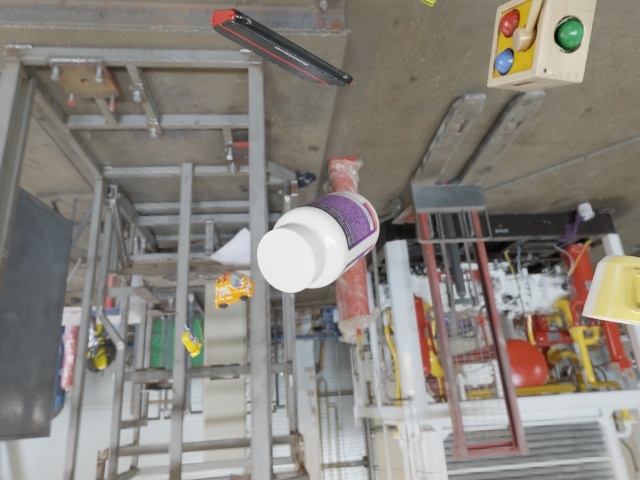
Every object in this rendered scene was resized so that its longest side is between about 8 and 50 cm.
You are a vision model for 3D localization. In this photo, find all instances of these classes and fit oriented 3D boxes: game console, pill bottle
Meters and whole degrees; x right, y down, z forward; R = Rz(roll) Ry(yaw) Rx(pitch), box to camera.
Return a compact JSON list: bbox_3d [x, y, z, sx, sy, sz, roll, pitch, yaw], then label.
[{"bbox_3d":[-0.120,-0.568,1.373,0.386,0.060,0.342,19,-169,-29],"label":"game console"},{"bbox_3d":[0.000,0.000,0.628,0.108,0.108,0.193,-15,-173,29],"label":"pill bottle"}]

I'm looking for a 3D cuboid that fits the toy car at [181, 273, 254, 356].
[{"bbox_3d":[-0.130,0.087,0.597,0.060,0.122,0.041,-11,125,24],"label":"toy car"}]

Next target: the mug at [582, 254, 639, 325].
[{"bbox_3d":[0.302,0.049,0.453,0.062,0.064,0.078,14,174,-25],"label":"mug"}]

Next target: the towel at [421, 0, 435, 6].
[{"bbox_3d":[0.321,-0.765,1.280,0.102,0.237,0.021,30,172,-2],"label":"towel"}]

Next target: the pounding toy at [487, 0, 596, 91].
[{"bbox_3d":[0.283,-0.273,0.606,0.100,0.130,0.141,2,-169,-13],"label":"pounding toy"}]
